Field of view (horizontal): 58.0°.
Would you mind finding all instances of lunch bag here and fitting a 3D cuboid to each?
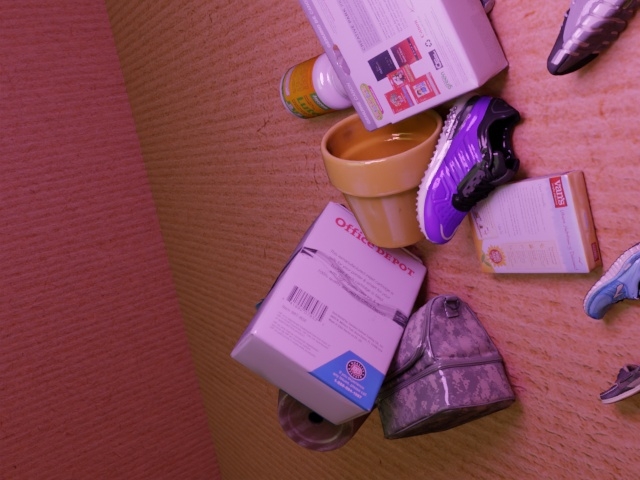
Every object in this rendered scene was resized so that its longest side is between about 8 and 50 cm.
[{"bbox_3d":[0.245,0.286,1.300,0.305,0.212,0.256,128,137,-52],"label":"lunch bag"}]

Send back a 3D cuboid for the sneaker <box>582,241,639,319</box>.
[{"bbox_3d":[0.489,0.081,0.932,0.073,0.063,0.162,48,142,28],"label":"sneaker"}]

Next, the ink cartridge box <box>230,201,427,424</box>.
[{"bbox_3d":[0.032,0.153,1.281,0.285,0.395,0.166,35,143,-6],"label":"ink cartridge box"}]

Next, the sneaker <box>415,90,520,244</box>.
[{"bbox_3d":[0.279,-0.120,1.055,0.146,0.102,0.294,27,107,44],"label":"sneaker"}]

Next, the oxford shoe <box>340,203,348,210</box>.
[{"bbox_3d":[0.000,0.000,1.511,0.083,0.096,0.227,51,144,31],"label":"oxford shoe"}]

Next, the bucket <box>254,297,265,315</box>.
[{"bbox_3d":[-0.061,0.275,1.787,0.281,0.183,0.281,34,133,46],"label":"bucket"}]

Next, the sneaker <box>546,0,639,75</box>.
[{"bbox_3d":[0.394,-0.366,0.845,0.132,0.086,0.229,61,138,26],"label":"sneaker"}]

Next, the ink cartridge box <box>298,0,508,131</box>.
[{"bbox_3d":[0.142,-0.392,1.057,0.271,0.130,0.310,-14,110,49],"label":"ink cartridge box"}]

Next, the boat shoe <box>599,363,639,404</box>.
[{"bbox_3d":[0.526,0.228,0.963,0.152,0.056,0.049,-51,57,44],"label":"boat shoe"}]

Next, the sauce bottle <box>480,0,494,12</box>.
[{"bbox_3d":[0.258,-0.451,1.043,0.128,0.042,0.042,44,140,27],"label":"sauce bottle"}]

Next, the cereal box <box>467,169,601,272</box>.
[{"bbox_3d":[0.380,-0.027,1.061,0.240,0.047,0.173,-4,102,58],"label":"cereal box"}]

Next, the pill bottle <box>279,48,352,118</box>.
[{"bbox_3d":[0.017,-0.373,1.371,0.245,0.136,0.137,4,109,57],"label":"pill bottle"}]

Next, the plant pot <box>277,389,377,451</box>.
[{"bbox_3d":[0.023,0.373,1.480,0.322,0.280,0.324,5,112,12],"label":"plant pot"}]

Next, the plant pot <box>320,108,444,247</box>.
[{"bbox_3d":[0.148,-0.126,1.215,0.254,0.254,0.239,29,145,49],"label":"plant pot"}]
